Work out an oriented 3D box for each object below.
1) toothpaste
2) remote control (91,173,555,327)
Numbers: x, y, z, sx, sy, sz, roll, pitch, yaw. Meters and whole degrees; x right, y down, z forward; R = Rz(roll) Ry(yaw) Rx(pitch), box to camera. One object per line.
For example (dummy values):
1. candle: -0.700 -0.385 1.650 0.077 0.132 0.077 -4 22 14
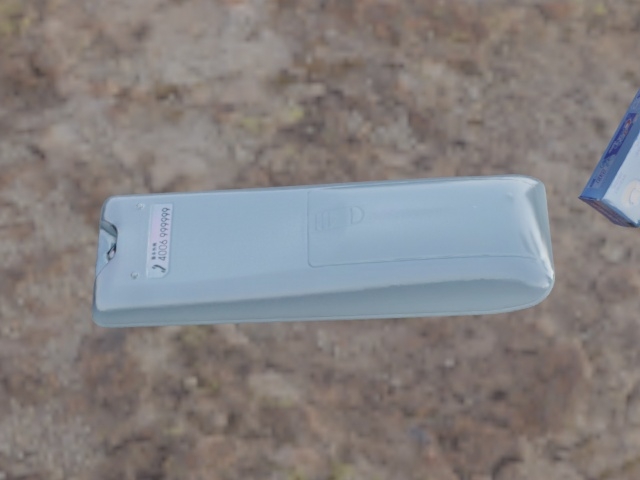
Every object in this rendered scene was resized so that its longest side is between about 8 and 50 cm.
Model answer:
1. toothpaste: 0.381 -0.146 1.923 0.272 0.066 0.053 -60 24 -6
2. remote control: 0.000 0.001 1.114 0.293 0.051 0.103 -4 51 4
